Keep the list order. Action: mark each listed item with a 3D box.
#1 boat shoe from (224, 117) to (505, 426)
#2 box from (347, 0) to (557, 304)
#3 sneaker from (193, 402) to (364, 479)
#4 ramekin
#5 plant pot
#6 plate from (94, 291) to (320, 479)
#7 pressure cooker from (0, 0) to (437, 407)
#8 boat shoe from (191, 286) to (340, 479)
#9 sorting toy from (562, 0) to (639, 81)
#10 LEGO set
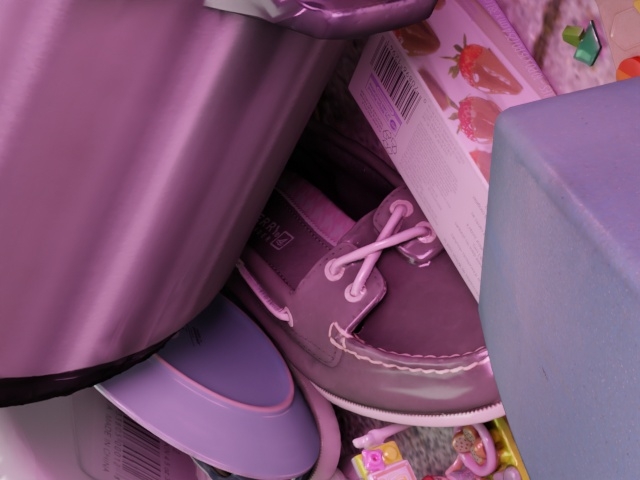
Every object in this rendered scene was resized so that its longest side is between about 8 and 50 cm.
[{"bbox_3d":[0.000,0.000,0.999,0.335,0.112,0.095,32,158,56],"label":"boat shoe"},{"bbox_3d":[0.119,0.028,0.855,0.324,0.063,0.067,60,153,22],"label":"box"},{"bbox_3d":[-0.054,0.090,1.230,0.297,0.111,0.129,54,131,29],"label":"sneaker"},{"bbox_3d":[-0.157,0.175,1.270,0.135,0.277,0.277,-48,59,23],"label":"ramekin"},{"bbox_3d":[0.161,0.041,0.682,0.234,0.166,0.165,-126,29,-47],"label":"plant pot"},{"bbox_3d":[-0.071,0.055,1.004,0.024,0.188,0.188,-52,54,18],"label":"plate"},{"bbox_3d":[-0.138,-0.176,0.837,0.375,0.370,0.420,-86,18,-51],"label":"pressure cooker"},{"bbox_3d":[-0.082,0.060,1.142,0.095,0.079,0.254,-52,51,25],"label":"boat shoe"},{"bbox_3d":[0.132,-0.082,0.809,0.083,0.012,0.062,-18,92,64],"label":"sorting toy"},{"bbox_3d":[0.042,0.103,1.009,0.287,0.107,0.132,54,150,30],"label":"LEGO set"}]
